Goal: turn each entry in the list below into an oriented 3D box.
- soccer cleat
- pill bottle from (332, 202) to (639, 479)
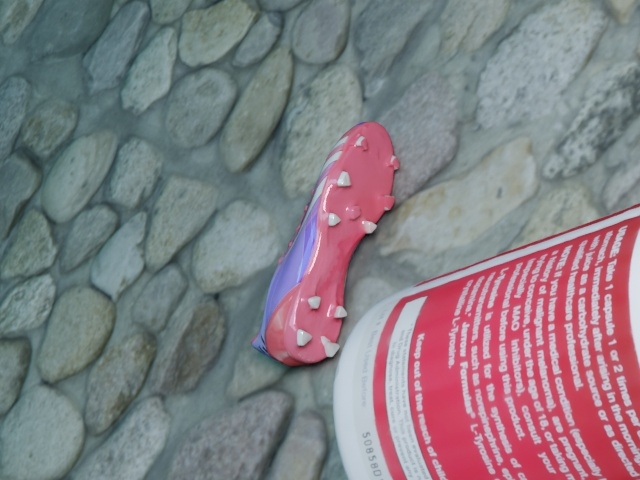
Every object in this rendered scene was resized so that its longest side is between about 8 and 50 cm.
[{"bbox_3d":[0.000,0.000,1.518,0.095,0.083,0.248,3,71,49],"label":"soccer cleat"},{"bbox_3d":[0.222,0.095,1.107,0.408,0.229,0.229,-22,53,43],"label":"pill bottle"}]
